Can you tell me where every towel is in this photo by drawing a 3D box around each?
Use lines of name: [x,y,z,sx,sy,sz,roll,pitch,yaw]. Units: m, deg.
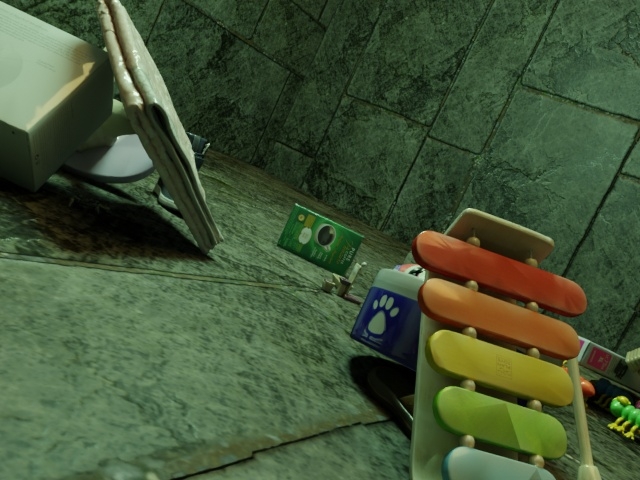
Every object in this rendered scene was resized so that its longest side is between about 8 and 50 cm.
towel: [-0.259,-0.186,0.971,0.332,0.053,0.317,76,-10,-51]

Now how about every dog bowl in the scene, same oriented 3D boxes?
dog bowl: [0.176,0.141,0.784,0.264,0.104,0.265,26,-7,4]

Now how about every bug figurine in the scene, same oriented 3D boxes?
bug figurine: [0.616,0.337,1.226,0.279,0.072,0.216,20,9,-39]

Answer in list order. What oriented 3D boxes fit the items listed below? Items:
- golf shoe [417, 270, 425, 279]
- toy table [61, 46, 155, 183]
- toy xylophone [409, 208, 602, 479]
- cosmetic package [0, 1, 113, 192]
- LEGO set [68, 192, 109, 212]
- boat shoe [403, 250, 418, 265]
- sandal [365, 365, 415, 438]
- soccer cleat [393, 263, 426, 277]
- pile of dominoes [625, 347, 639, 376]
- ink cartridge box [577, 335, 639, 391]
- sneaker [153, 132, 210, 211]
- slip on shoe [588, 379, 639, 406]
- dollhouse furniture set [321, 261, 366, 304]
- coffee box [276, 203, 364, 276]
golf shoe: [0.287,0.085,1.330,0.140,0.115,0.306,12,35,40]
toy table: [-0.441,-0.237,1.114,0.274,0.252,0.161,15,-26,-7]
toy xylophone: [0.190,0.131,0.577,0.236,0.323,0.081,12,-30,-18]
cosmetic package: [-0.481,-0.231,0.913,0.224,0.138,0.225,26,51,-1]
LEGO set: [-0.373,-0.063,0.944,0.054,0.023,0.083,25,7,-4]
boat shoe: [0.383,0.123,1.852,0.116,0.123,0.324,34,3,-35]
sandal: [0.133,0.194,0.669,0.090,0.060,0.219,21,9,-32]
soccer cleat: [0.349,0.137,1.649,0.318,0.109,0.116,20,5,-21]
pile of dominoes: [0.715,0.336,1.198,0.196,0.040,0.251,-18,76,-58]
ink cartridge box: [0.648,0.281,1.332,0.311,0.065,0.186,28,-1,-17]
sneaker: [-0.293,-0.149,1.288,0.086,0.163,0.226,22,9,-36]
slip on shoe: [0.694,0.367,1.377,0.135,0.051,0.041,20,7,21]
dollhouse furniture set: [0.045,0.064,1.214,0.091,0.081,0.114,23,8,-19]
coffee box: [0.000,0.000,1.410,0.184,0.113,0.040,25,4,6]
